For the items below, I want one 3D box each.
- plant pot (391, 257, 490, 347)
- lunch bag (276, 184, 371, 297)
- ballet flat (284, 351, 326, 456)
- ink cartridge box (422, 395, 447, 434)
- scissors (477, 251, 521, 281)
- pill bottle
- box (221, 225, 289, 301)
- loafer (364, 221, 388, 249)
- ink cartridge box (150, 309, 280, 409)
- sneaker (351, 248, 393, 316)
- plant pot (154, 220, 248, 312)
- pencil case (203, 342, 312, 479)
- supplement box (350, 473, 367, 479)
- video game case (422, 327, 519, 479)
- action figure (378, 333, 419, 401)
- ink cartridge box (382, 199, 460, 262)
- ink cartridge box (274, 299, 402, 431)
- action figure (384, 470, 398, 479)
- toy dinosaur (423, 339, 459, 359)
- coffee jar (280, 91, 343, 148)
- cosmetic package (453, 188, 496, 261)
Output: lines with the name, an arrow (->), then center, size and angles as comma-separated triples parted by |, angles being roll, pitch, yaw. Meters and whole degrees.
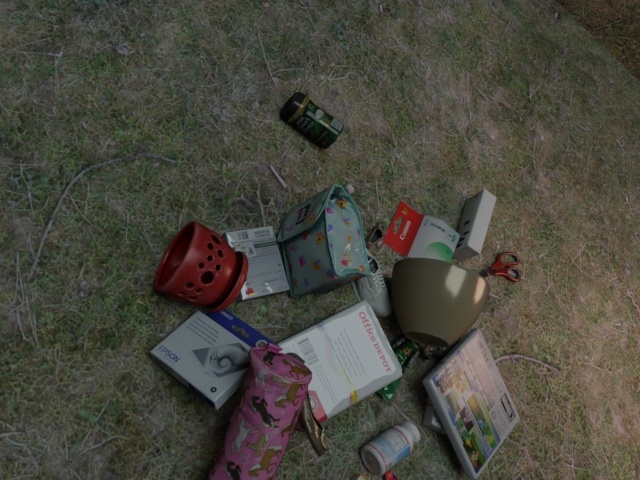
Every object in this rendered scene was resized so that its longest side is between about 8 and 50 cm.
plant pot -> 0.323, 0.195, 1.799 | 0.284, 0.284, 0.191 | 26, 68, -20
lunch bag -> 0.000, 0.000, 1.707 | 0.160, 0.223, 0.262 | -1, 73, -38
ballet flat -> -0.031, 0.383, 1.489 | 0.058, 0.084, 0.250 | -20, 78, -7
ink cartridge box -> 0.355, 0.495, 1.838 | 0.088, 0.052, 0.122 | 28, 59, -19
scissors -> 0.572, 0.096, 2.129 | 0.297, 0.021, 0.109 | -3, 76, -30
pill bottle -> 0.192, 0.557, 1.701 | 0.160, 0.087, 0.087 | -24, 85, -34
box -> -0.175, 0.061, 1.697 | 0.145, 0.038, 0.186 | -10, 77, -32
loafer -> 0.175, -0.017, 1.925 | 0.045, 0.039, 0.125 | 49, 56, -5
ink cartridge box -> -0.249, 0.260, 1.505 | 0.223, 0.045, 0.224 | 29, 52, 26
sneaker -> 0.146, 0.117, 1.829 | 0.090, 0.095, 0.235 | -35, 94, -36
plant pot -> -0.287, 0.073, 1.545 | 0.174, 0.191, 0.191 | 32, 59, -27
pencil case -> -0.146, 0.431, 1.410 | 0.160, 0.167, 0.386 | 2, 111, -64
supplement box -> 0.089, 0.665, 1.633 | 0.062, 0.036, 0.098 | 51, 56, -5
video game case -> 0.453, 0.474, 1.861 | 0.300, 0.036, 0.329 | -32, 100, -42
action figure -> 0.224, 0.338, 1.818 | 0.232, 0.063, 0.137 | -36, 89, -38
ink cartridge box -> 0.326, -0.007, 2.002 | 0.224, 0.056, 0.181 | 37, 58, -16
ink cartridge box -> 0.023, 0.322, 1.633 | 0.306, 0.131, 0.226 | -23, 84, -24
action figure -> 0.207, 0.663, 1.707 | 0.115, 0.030, 0.038 | 44, 51, -3
toy dinosaur -> 0.400, 0.306, 1.931 | 0.268, 0.064, 0.118 | 6, 75, -32
coffee jar -> -0.027, -0.364, 1.899 | 0.184, 0.096, 0.079 | 35, 56, -14
cosmetic package -> 0.507, -0.051, 2.094 | 0.060, 0.099, 0.239 | 34, 59, -16
